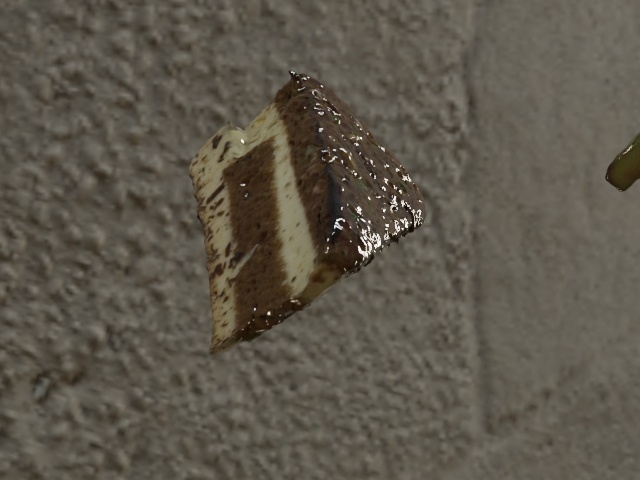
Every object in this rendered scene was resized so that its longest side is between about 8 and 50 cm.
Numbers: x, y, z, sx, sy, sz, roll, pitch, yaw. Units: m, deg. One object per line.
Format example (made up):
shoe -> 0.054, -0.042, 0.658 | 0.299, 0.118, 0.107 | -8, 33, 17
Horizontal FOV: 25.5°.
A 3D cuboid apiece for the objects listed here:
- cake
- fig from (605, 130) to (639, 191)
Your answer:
cake -> 0.005, 0.008, 0.870 | 0.112, 0.246, 0.135 | -41, 117, 14
fig -> 0.156, -0.067, 0.303 | 0.159, 0.257, 0.159 | 16, 60, -30
